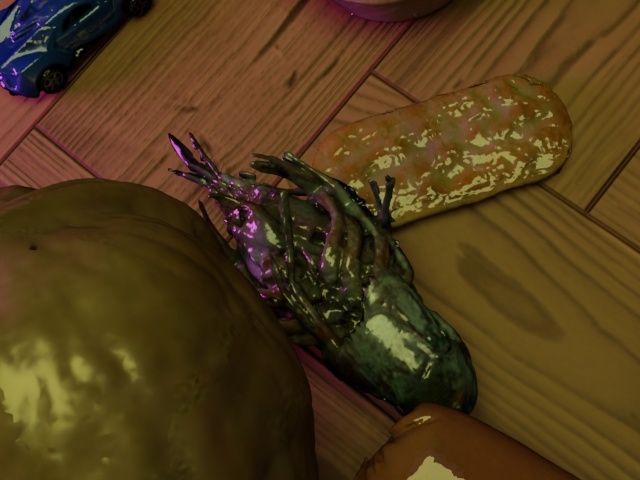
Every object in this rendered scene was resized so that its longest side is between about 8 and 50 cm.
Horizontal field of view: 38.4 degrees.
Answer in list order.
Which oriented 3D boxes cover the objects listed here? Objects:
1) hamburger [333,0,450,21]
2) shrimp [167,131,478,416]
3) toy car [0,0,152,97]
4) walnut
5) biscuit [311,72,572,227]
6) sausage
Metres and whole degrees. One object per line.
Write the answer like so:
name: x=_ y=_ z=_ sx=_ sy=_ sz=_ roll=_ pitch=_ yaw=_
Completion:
hamburger: x=0.038 y=-0.350 z=0.892 sx=0.295 sy=0.151 sz=0.227 roll=41 pitch=81 yaw=20
shrimp: x=0.002 y=0.001 z=0.785 sx=0.372 sy=0.137 sz=0.172 roll=43 pitch=100 yaw=9
toy car: x=-0.262 y=-0.243 z=0.954 sx=0.216 sy=0.063 sz=0.103 roll=-45 pitch=70 yaw=-5
walnut: x=-0.168 y=0.139 z=0.634 sx=0.381 sy=0.381 sz=0.381 roll=-3 pitch=73 yaw=9
biscuit: x=0.110 y=-0.082 z=0.856 sx=0.247 sy=0.029 sz=0.118 roll=-18 pitch=70 yaw=4
sausage: x=0.168 y=0.230 z=0.674 sx=0.304 sy=0.121 sz=0.121 roll=30 pitch=80 yaw=1
